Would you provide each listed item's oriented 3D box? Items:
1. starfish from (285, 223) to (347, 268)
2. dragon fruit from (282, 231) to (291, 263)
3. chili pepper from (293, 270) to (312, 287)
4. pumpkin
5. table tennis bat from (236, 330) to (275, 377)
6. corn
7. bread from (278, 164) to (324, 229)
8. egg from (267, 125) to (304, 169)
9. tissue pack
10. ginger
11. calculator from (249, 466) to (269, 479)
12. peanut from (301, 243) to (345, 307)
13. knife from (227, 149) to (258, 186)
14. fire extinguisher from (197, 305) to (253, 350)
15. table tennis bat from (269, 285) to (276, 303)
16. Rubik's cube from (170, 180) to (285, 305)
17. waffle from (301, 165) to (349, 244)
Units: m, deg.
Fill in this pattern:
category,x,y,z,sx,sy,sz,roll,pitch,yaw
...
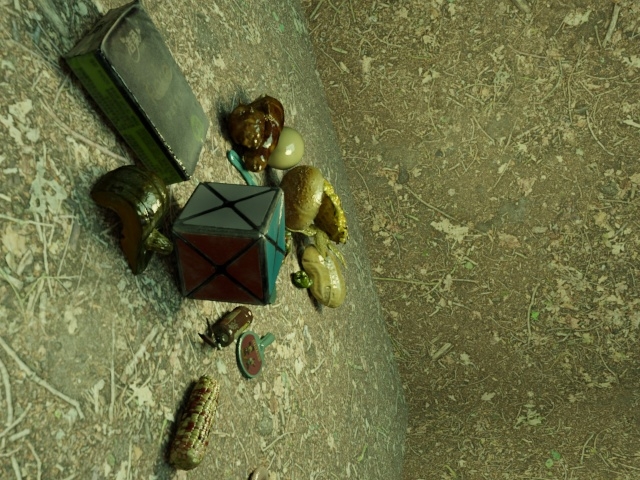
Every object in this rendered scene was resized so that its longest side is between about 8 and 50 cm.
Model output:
category,x,y,z,sx,sy,sz,roll,pitch,yaw
starfish,0.003,-0.001,2.298,0.357,0.078,0.347,37,8,8
dragon fruit,-0.170,0.034,1.981,0.142,0.175,0.138,1,64,-42
chili pepper,-0.085,0.167,2.204,0.072,0.073,0.204,64,1,18
pumpkin,-0.419,-0.052,1.173,0.131,0.125,0.248,-72,146,-56
table tennis bat,-0.220,0.371,1.687,0.244,0.040,0.153,-27,103,-68
corn,-0.307,0.450,1.252,0.253,0.086,0.086,-81,153,-53
bread,-0.097,-0.190,2.120,0.158,0.305,0.306,19,50,-24
egg,-0.165,-0.397,2.138,0.242,0.185,0.186,-62,137,-66
tissue pack,-0.452,-0.376,1.298,0.288,0.124,0.394,-86,157,-44
ginger,-0.249,-0.472,1.946,0.418,0.176,0.254,-78,154,-46
calculator,-0.181,0.785,1.512,0.100,0.032,0.175,7,72,-73
peanut,0.015,0.170,2.372,0.158,0.174,0.340,-143,-143,-79
knife,-0.292,-0.270,1.901,0.222,0.031,0.064,53,32,-54
fire extinguisher,-0.293,0.259,1.480,0.106,0.075,0.252,49,20,0
table tennis bat,-0.207,0.155,1.881,0.124,0.033,0.201,-88,160,-45
Rubik's cube,-0.241,0.002,1.382,0.260,0.254,0.259,-80,174,-51
waffle,0.008,-0.165,2.367,0.382,0.095,0.380,43,-25,47
